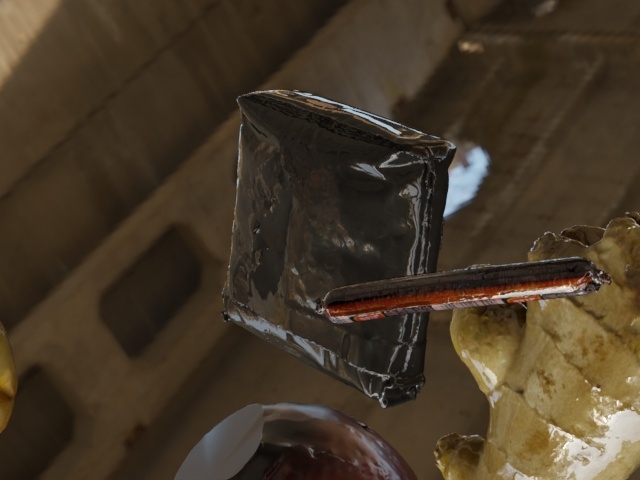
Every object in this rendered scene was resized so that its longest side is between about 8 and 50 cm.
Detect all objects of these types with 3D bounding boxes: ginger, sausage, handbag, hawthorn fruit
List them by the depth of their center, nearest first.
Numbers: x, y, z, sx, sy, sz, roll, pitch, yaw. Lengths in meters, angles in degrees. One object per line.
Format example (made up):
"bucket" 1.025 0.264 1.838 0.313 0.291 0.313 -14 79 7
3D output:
"sausage" 0.082 0.031 0.893 0.198 0.028 0.025 -8 -118 30
"handbag" 0.000 0.000 1.200 0.080 0.223 0.247 -3 -163 -37
"ginger" 0.185 0.145 1.250 0.375 0.236 0.166 -51 -178 11
"hawthorn fruit" -0.021 0.314 1.547 0.316 0.316 0.316 -21 -148 14

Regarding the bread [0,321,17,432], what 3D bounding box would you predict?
"bread" -0.289 0.042 0.838 0.167 0.294 0.132 39 -94 23
